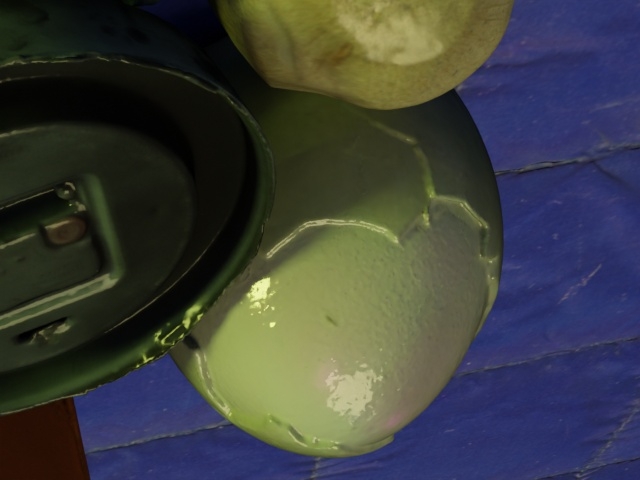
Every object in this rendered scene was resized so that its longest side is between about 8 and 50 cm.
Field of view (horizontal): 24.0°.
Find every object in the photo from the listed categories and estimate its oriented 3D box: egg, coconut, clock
[{"bbox_3d":[0.000,0.000,1.124,0.278,0.336,0.278,-11,146,-7],"label":"egg"},{"bbox_3d":[0.019,-0.187,0.950,0.224,0.224,0.224,-14,152,-8],"label":"coconut"},{"bbox_3d":[-0.186,-0.008,0.891,0.325,0.067,0.325,-19,146,-13],"label":"clock"}]

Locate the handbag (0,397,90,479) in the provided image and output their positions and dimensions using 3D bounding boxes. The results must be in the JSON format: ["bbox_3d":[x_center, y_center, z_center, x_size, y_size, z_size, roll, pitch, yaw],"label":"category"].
[{"bbox_3d":[-0.362,0.119,1.148,0.116,0.303,0.410,-31,148,24],"label":"handbag"}]

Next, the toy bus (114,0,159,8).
[{"bbox_3d":[-0.177,-0.171,0.890,0.128,0.150,0.262,-6,151,-27],"label":"toy bus"}]
